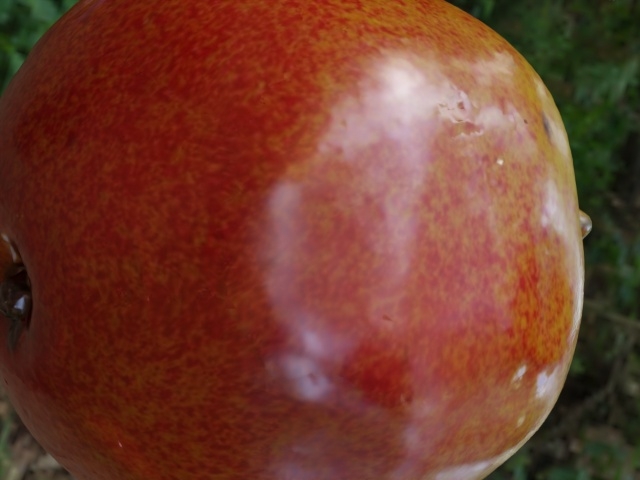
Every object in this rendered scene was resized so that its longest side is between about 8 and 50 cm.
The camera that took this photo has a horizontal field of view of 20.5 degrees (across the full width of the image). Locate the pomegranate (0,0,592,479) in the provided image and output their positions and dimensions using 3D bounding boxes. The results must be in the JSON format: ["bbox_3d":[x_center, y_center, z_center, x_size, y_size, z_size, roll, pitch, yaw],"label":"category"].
[{"bbox_3d":[0.000,0.000,0.648,0.257,0.221,0.221,-13,122,-46],"label":"pomegranate"}]
